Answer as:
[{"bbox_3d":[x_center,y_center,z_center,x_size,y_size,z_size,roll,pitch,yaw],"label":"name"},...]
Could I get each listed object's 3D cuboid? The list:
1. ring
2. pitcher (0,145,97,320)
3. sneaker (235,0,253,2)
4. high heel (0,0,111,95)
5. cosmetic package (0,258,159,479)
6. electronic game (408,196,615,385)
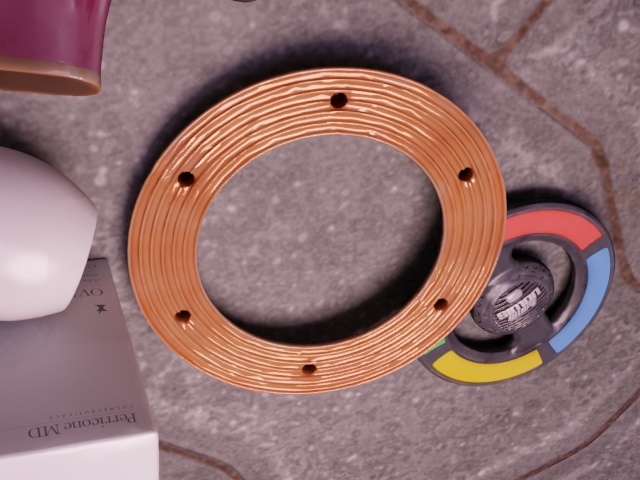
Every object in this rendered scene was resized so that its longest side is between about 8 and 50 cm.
[{"bbox_3d":[0.000,0.000,0.881,0.336,0.032,0.337,-6,123,-10],"label":"ring"},{"bbox_3d":[-0.285,-0.002,0.740,0.207,0.126,0.178,18,136,-20],"label":"pitcher"},{"bbox_3d":[-0.107,-0.274,0.564,0.297,0.111,0.129,45,90,-5],"label":"sneaker"},{"bbox_3d":[-0.308,-0.203,0.618,0.377,0.127,0.181,7,83,-17],"label":"high heel"},{"bbox_3d":[-0.255,0.138,0.771,0.224,0.225,0.138,-7,126,-19],"label":"cosmetic package"},{"bbox_3d":[0.194,0.057,1.014,0.229,0.048,0.229,-11,127,-15],"label":"electronic game"}]
